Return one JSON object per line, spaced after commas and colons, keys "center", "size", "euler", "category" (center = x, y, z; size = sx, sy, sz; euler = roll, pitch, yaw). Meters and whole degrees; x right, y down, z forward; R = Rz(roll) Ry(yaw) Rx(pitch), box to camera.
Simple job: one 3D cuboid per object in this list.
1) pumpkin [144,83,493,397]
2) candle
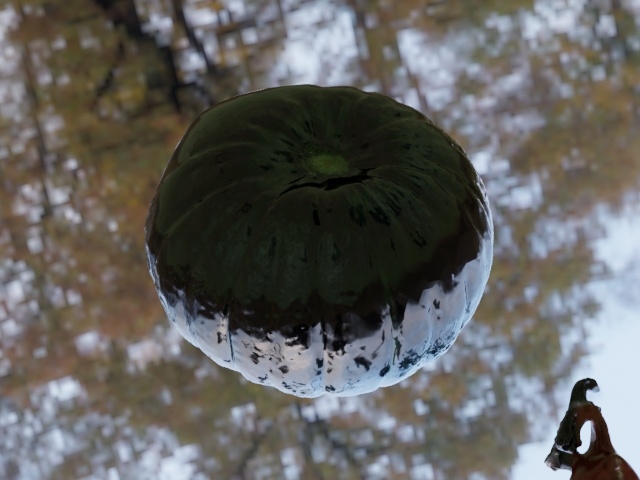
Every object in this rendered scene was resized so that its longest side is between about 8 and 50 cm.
{"center": [0.000, 0.000, 1.071], "size": [0.202, 0.140, 0.202], "euler": [1, -136, -1], "category": "pumpkin"}
{"center": [0.192, 0.235, 1.227], "size": [0.059, 0.301, 0.084], "euler": [-1, 165, -21], "category": "candle"}
